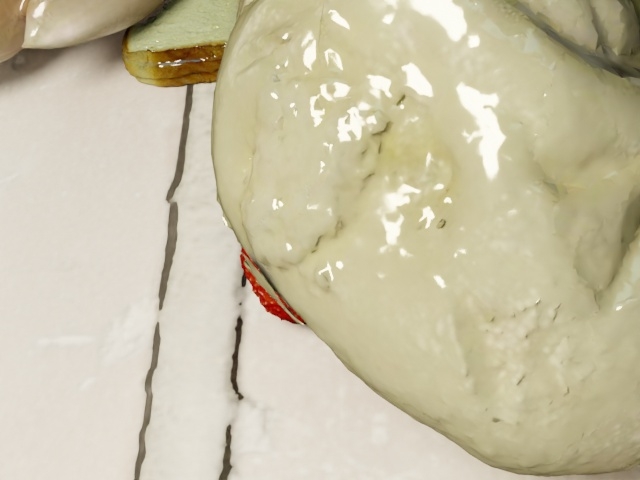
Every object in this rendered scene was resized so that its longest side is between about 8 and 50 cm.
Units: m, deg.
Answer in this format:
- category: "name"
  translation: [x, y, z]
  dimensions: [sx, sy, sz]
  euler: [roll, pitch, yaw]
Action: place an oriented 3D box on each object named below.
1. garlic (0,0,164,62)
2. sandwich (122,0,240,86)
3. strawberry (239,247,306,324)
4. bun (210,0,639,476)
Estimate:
- category: "garlic"
  translation: [-0.222, -0.249, 0.892]
  dimensions: [0.279, 0.132, 0.325]
  euler: [14, 41, 38]
- category: "sandwich"
  translation: [-0.100, -0.157, 0.859]
  dimensions: [0.105, 0.035, 0.093]
  euler: [-10, 47, -3]
- category: "strawberry"
  translation: [-0.001, 0.000, 0.658]
  dimensions: [0.106, 0.106, 0.106]
  euler: [-2, 46, 2]
- category: "bun"
  translation: [0.116, -0.073, 0.577]
  dimensions: [0.360, 0.211, 0.359]
  euler: [16, 49, -20]
